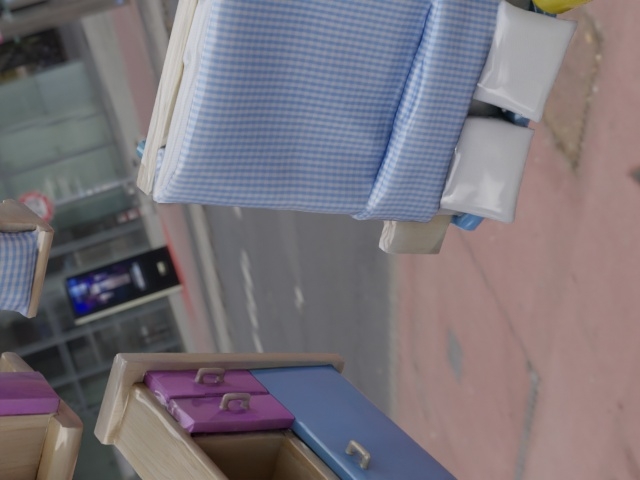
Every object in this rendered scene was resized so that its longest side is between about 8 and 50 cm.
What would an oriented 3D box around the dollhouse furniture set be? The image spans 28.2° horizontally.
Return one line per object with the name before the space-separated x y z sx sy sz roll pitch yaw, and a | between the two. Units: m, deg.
dollhouse furniture set | 0.000 0.000 0.523 0.198 0.286 0.303 36 115 47
